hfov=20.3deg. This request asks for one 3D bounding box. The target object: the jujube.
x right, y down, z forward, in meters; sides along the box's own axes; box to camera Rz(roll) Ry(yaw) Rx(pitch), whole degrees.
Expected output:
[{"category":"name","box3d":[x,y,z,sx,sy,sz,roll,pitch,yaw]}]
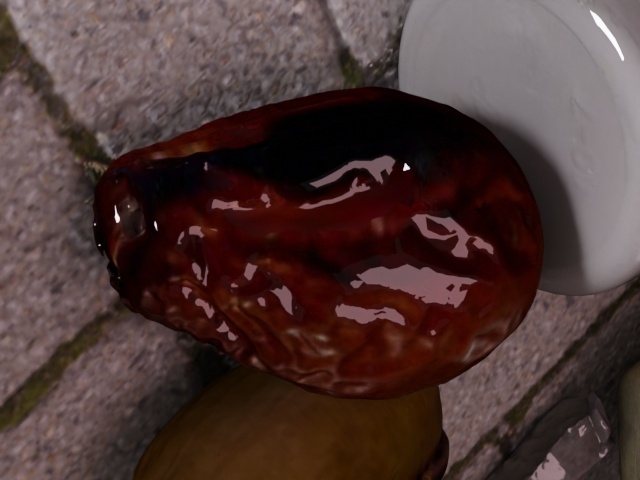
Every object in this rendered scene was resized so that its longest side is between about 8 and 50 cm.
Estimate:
[{"category":"jujube","box3d":[0.000,0.000,0.946,0.236,0.168,0.168,3,110,-26]}]

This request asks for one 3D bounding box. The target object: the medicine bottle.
[{"category":"medicine bottle","box3d":[0.234,-0.118,1.072,0.340,0.208,0.208,-24,126,-34]}]

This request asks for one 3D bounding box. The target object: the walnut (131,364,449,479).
[{"category":"walnut","box3d":[-0.013,0.129,1.030,0.245,0.137,0.137,-28,129,-31]}]

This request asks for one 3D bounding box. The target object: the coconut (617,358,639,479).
[{"category":"coconut","box3d":[0.330,0.155,1.299,0.247,0.245,0.245,-31,134,0]}]

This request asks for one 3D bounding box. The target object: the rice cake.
[{"category":"rice cake","box3d":[0.113,0.215,1.256,0.270,0.049,0.055,-49,115,-13]}]
